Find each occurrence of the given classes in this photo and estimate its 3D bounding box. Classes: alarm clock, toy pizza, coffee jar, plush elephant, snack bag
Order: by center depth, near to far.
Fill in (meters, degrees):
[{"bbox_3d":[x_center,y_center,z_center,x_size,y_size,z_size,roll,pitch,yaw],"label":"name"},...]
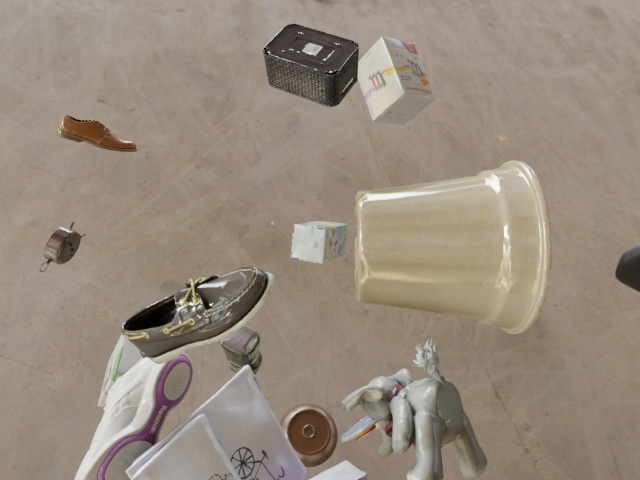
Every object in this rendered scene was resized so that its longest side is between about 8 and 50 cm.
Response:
[{"bbox_3d":[-0.176,0.483,0.913,0.343,0.037,0.323,-34,98,-52],"label":"snack bag"},{"bbox_3d":[0.205,0.432,1.096,0.272,0.255,0.329,6,67,-44],"label":"plush elephant"},{"bbox_3d":[-0.202,0.288,1.151,0.096,0.184,0.079,24,56,12],"label":"coffee jar"},{"bbox_3d":[0.148,0.543,1.311,0.201,0.201,0.032,-26,72,-29],"label":"toy pizza"},{"bbox_3d":[-0.892,0.034,1.519,0.064,0.129,0.192,27,52,-2],"label":"alarm clock"}]

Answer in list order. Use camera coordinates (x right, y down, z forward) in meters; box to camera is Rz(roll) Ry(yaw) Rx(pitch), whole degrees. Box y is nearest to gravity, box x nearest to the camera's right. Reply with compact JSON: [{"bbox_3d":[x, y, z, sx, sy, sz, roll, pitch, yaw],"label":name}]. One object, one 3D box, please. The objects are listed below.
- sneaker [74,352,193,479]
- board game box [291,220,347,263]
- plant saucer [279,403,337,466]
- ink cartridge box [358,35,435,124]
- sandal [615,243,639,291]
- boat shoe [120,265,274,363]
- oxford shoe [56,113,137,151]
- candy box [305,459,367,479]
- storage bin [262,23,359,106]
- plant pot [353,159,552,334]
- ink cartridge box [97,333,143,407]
[{"bbox_3d":[-0.377,0.357,0.880,0.152,0.114,0.305,3,50,36],"label":"sneaker"},{"bbox_3d":[0.000,0.000,1.867,0.142,0.144,0.275,8,8,21],"label":"board game box"},{"bbox_3d":[-0.039,0.627,1.444,0.199,0.036,0.198,5,52,-6],"label":"plant saucer"},{"bbox_3d":[0.195,-0.416,1.172,0.128,0.127,0.176,-7,74,-37],"label":"ink cartridge box"},{"bbox_3d":[0.389,0.072,0.374,0.255,0.097,0.054,31,68,36],"label":"sandal"},{"bbox_3d":[-0.161,0.089,0.561,0.068,0.228,0.081,46,26,-30],"label":"boat shoe"},{"bbox_3d":[-0.636,-0.308,1.283,0.212,0.076,0.076,13,12,-33],"label":"oxford shoe"},{"bbox_3d":[0.013,0.607,0.955,0.165,0.070,0.196,0,98,-44],"label":"candy box"},{"bbox_3d":[-0.019,-0.377,0.950,0.180,0.084,0.122,24,62,17],"label":"storage bin"},{"bbox_3d":[0.220,0.013,0.868,0.306,0.333,0.333,0,56,3],"label":"plant pot"},{"bbox_3d":[-0.569,0.377,1.302,0.093,0.212,0.154,18,40,-24],"label":"ink cartridge box"}]
